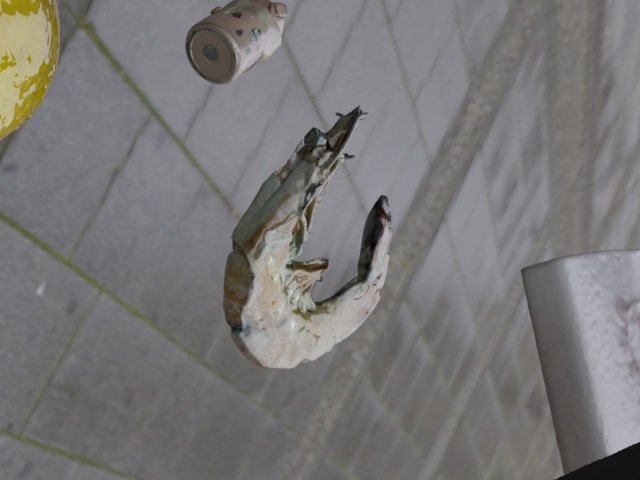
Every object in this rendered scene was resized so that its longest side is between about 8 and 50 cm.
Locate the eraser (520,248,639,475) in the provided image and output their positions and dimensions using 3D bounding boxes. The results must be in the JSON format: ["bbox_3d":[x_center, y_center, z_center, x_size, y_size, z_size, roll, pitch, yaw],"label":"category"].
[{"bbox_3d":[0.278,0.148,1.244,0.174,0.095,0.270,0,77,-47],"label":"eraser"}]

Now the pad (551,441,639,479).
[{"bbox_3d":[0.301,0.308,0.970,0.315,0.375,0.063,-30,-179,26],"label":"pad"}]

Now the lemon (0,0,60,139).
[{"bbox_3d":[-0.375,-0.200,1.212,0.293,0.293,0.293,-56,161,-31],"label":"lemon"}]

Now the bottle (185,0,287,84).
[{"bbox_3d":[-0.108,-0.278,1.804,0.152,0.099,0.099,-45,154,-47],"label":"bottle"}]

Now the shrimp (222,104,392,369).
[{"bbox_3d":[0.000,0.000,1.714,0.247,0.085,0.360,16,96,-35],"label":"shrimp"}]
